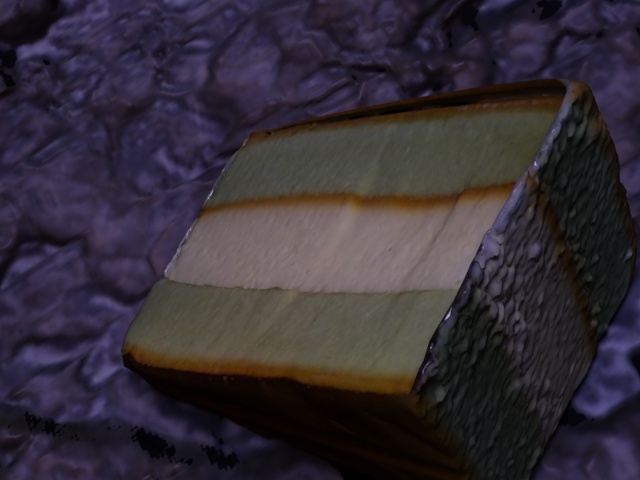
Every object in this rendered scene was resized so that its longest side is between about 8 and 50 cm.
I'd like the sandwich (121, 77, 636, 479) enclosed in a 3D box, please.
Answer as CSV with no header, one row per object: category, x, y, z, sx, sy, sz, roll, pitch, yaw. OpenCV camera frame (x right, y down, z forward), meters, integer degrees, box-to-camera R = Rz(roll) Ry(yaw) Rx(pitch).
sandwich,0.000,0.000,0.634,0.187,0.144,0.117,20,71,30
